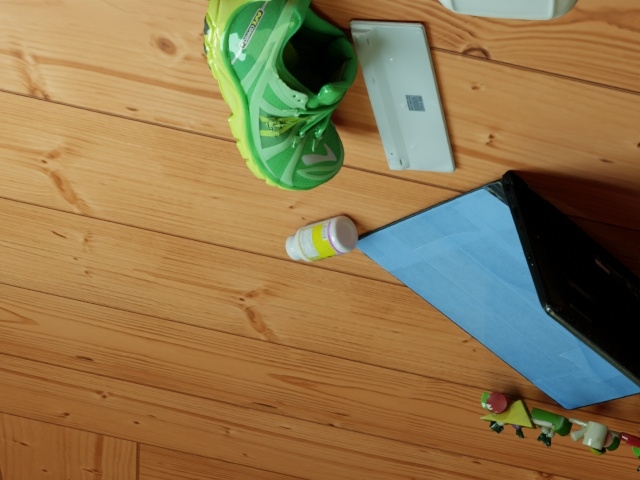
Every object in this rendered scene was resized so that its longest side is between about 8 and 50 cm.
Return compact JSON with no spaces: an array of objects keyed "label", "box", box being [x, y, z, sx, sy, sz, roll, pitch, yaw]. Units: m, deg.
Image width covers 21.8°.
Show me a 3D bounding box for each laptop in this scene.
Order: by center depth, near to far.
[{"label":"laptop","box":[0.262,0.134,1.804,0.382,0.408,0.236,37,112,-22]}]

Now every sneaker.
[{"label":"sneaker","box":[-0.022,-0.138,1.593,0.123,0.109,0.295,6,152,20]}]

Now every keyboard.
[{"label":"keyboard","box":[0.085,-0.139,1.657,0.072,0.014,0.256,0,151,12]}]

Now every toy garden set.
[{"label":"toy garden set","box":[0.319,0.253,2.134,0.244,0.049,0.204,16,173,17]}]

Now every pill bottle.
[{"label":"pill bottle","box":[0.000,0.000,1.911,0.083,0.043,0.043,-15,142,42]}]

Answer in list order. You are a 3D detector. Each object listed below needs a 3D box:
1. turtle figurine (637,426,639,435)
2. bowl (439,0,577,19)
[{"label":"turtle figurine","box":[0.480,0.193,2.023,0.217,0.087,0.269,22,148,24]},{"label":"bowl","box":[0.156,-0.235,1.403,0.142,0.053,0.142,5,152,10]}]
